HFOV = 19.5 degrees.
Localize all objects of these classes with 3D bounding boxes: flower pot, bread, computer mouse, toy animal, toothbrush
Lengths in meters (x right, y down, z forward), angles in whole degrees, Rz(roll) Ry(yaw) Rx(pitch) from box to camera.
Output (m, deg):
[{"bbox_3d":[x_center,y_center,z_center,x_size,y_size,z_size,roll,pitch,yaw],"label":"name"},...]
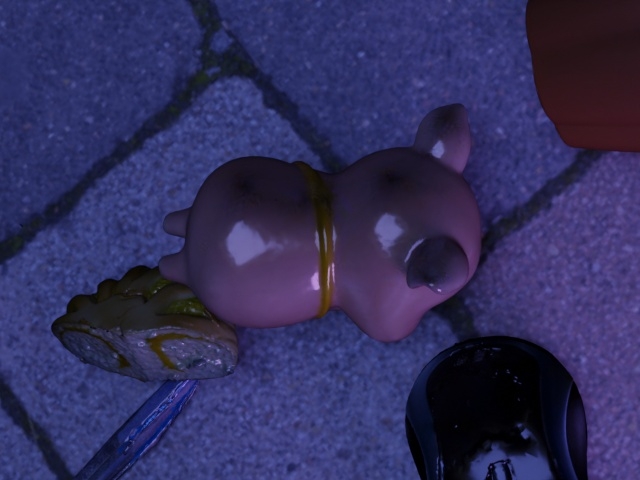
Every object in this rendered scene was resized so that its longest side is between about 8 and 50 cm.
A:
[{"bbox_3d":[0.250,-0.144,1.359,0.173,0.190,0.191,-13,84,24],"label":"flower pot"},{"bbox_3d":[-0.130,0.060,1.477,0.157,0.083,0.094,17,59,33],"label":"bread"},{"bbox_3d":[0.141,0.186,1.402,0.137,0.096,0.233,-15,83,12],"label":"computer mouse"},{"bbox_3d":[0.000,-0.003,1.415,0.248,0.149,0.165,-8,67,13],"label":"toy animal"},{"bbox_3d":[-0.228,0.239,1.517,0.413,0.035,0.042,-46,59,7],"label":"toothbrush"}]
